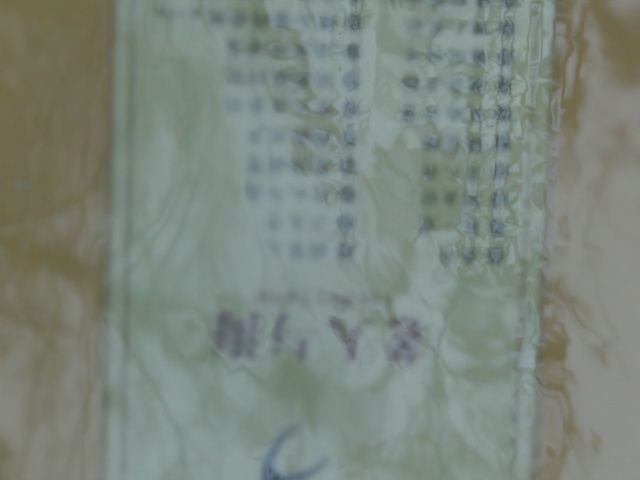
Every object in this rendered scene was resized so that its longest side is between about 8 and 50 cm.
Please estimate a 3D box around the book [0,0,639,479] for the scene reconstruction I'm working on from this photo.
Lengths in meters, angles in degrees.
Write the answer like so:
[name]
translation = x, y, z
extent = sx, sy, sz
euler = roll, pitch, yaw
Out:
[book]
translation = 0.000, 0.000, 0.450
extent = 0.032, 0.268, 0.389
euler = -91, -175, -81
